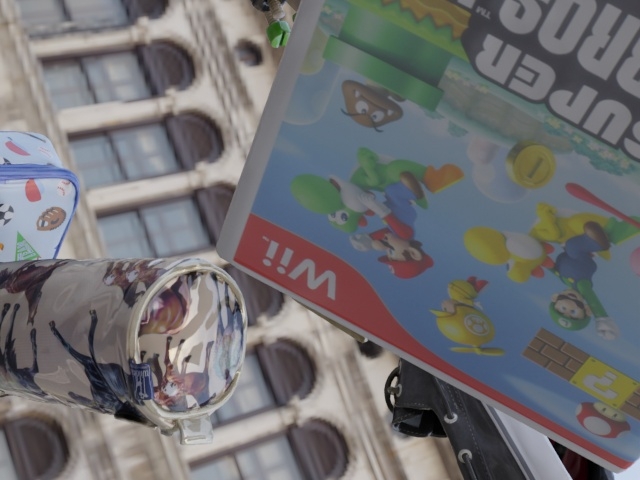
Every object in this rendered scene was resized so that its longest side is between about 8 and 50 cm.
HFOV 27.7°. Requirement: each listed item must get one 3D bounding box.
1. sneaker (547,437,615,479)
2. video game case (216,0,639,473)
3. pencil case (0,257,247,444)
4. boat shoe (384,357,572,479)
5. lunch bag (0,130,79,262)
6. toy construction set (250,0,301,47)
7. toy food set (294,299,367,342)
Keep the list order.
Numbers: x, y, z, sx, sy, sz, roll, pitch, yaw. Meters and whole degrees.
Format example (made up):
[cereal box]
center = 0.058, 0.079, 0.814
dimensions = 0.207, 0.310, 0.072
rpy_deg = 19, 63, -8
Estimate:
[sneaker]
center = 0.211, 0.135, 1.590
dimensions = 0.483, 0.185, 0.202
rpy_deg = 51, -9, -2
[video game case]
center = 0.082, -0.032, 0.458
dimensions = 0.204, 0.025, 0.285
rpy_deg = 28, -37, 3
[pencil case]
center = -0.274, 0.110, 1.394
dimensions = 0.410, 0.160, 0.183
rpy_deg = 0, -103, 38
[boat shoe]
center = 0.079, 0.101, 0.801
dimensions = 0.228, 0.076, 0.080
rpy_deg = 59, -1, 29
[lunch bag]
center = -0.441, 0.008, 1.568
dimensions = 0.115, 0.243, 0.303
rpy_deg = 48, -55, 30
[toy construction set]
center = 0.063, -0.318, 1.706
dimensions = 0.257, 0.309, 0.237
rpy_deg = 49, 19, -69
[toy food set]
center = 0.000, 0.000, 1.267
dimensions = 0.132, 0.038, 0.192
rpy_deg = 27, -56, 42
